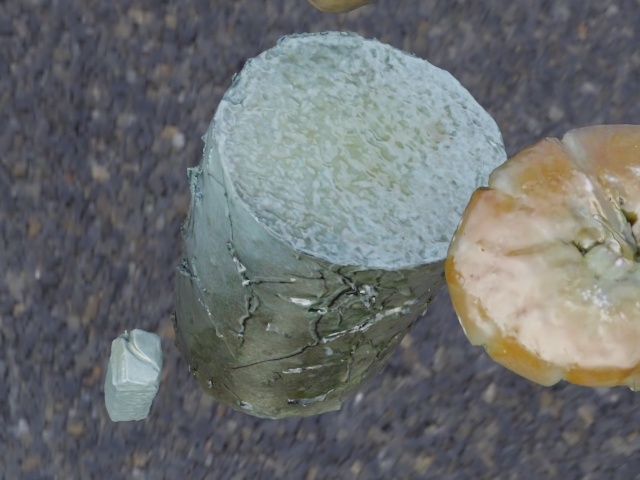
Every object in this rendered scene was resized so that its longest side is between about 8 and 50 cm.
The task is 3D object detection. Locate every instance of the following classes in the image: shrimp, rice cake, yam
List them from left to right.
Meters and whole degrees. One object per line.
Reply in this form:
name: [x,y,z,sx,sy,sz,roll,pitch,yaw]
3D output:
rice cake: [-0.153,0.114,1.416,0.042,0.245,0.045,0,77,-9]
yam: [0.000,0.000,1.404,0.241,0.348,0.241,6,62,-11]
shrimp: [0.162,0.008,0.759,0.217,0.051,0.115,1,107,-2]

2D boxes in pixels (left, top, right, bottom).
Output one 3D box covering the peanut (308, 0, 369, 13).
peanut: [0.038,-0.251,1.375,0.100,0.214,0.099,6,65,-13]
